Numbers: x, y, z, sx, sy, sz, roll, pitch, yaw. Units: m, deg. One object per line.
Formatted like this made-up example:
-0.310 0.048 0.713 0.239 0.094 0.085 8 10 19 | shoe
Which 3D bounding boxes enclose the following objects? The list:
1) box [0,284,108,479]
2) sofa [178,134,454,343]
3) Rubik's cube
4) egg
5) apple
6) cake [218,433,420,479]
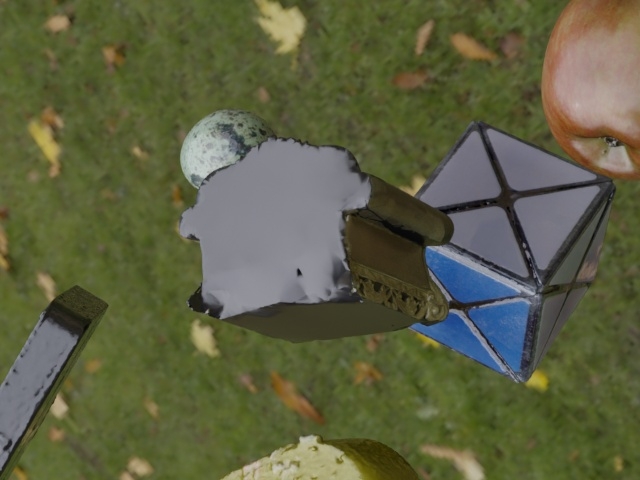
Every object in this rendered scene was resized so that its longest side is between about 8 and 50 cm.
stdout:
-0.365 0.219 1.629 0.058 0.350 0.211 29 -178 -4 | box
0.000 0.000 1.527 0.258 0.182 0.200 -11 158 34 | sofa
0.271 0.015 2.088 0.259 0.255 0.260 27 147 17 | Rubik's cube
-0.138 -0.126 2.042 0.172 0.132 0.132 -12 114 45 | egg
0.301 -0.153 1.311 0.188 0.174 0.188 20 158 9 | apple
-0.010 0.316 1.537 0.260 0.156 0.179 -33 73 25 | cake
